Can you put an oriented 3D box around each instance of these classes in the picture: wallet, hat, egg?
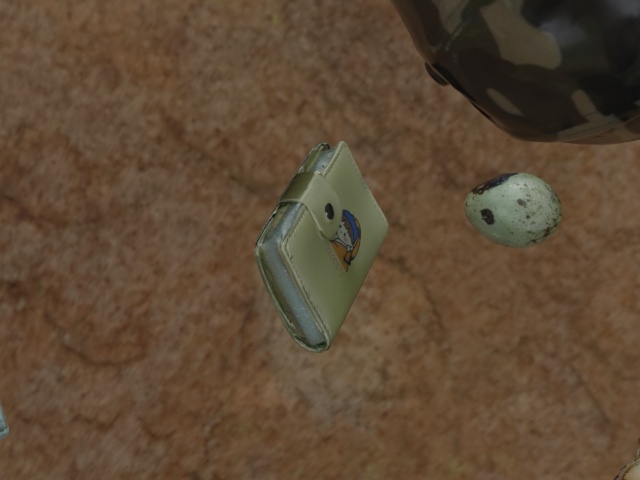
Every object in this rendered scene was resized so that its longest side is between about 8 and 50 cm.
[{"bbox_3d":[0.000,0.000,1.173,0.110,0.039,0.155,64,33,-27],"label":"wallet"},{"bbox_3d":[0.156,-0.210,0.838,0.366,0.382,0.257,39,89,5],"label":"hat"},{"bbox_3d":[0.216,-0.035,1.641,0.110,0.085,0.085,13,56,19],"label":"egg"}]

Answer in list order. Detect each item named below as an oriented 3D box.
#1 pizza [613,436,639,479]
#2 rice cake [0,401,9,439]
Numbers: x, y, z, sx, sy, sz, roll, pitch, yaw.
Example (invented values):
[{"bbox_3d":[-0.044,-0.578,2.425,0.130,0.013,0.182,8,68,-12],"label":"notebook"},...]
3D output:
[{"bbox_3d":[0.332,0.137,0.932,0.130,0.406,0.440,25,45,-51],"label":"pizza"},{"bbox_3d":[-0.331,0.085,1.313,0.045,0.042,0.245,-24,49,-11],"label":"rice cake"}]
